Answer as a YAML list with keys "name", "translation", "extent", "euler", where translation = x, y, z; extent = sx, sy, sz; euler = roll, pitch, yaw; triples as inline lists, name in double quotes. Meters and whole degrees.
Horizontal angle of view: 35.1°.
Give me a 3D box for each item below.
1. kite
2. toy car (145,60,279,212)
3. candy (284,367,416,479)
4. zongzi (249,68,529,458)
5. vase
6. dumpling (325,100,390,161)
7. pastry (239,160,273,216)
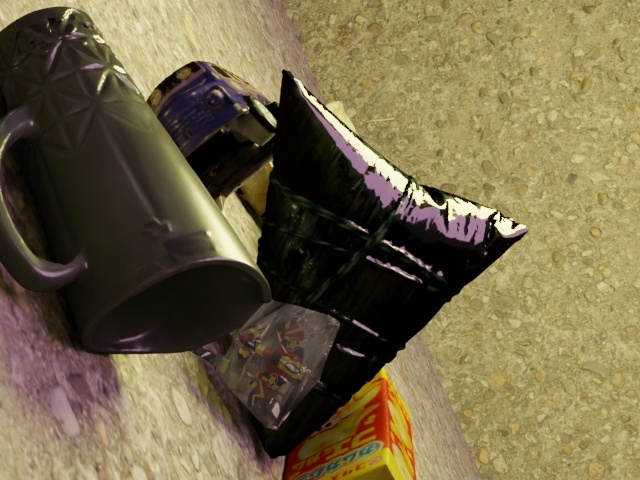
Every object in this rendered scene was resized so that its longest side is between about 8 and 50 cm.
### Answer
- name: "kite"
  translation: [-0.081, 0.101, 1.048]
  extent: [0.015, 0.141, 0.245]
  euler: [19, -13, 49]
- name: "toy car"
  translation: [-0.142, -0.137, 1.271]
  extent: [0.158, 0.172, 0.235]
  euler: [50, 9, 9]
- name: "candy"
  translation: [0.036, 0.266, 1.221]
  extent: [0.088, 0.146, 0.276]
  euler: [61, 11, -13]
- name: "zongzi"
  translation: [0.000, 0.000, 1.212]
  extent: [0.362, 0.383, 0.319]
  euler: [44, 8, -20]
- name: "vase"
  translation: [-0.189, -0.053, 0.857]
  extent: [0.251, 0.156, 0.301]
  euler: [-6, 63, -53]
- name: "dumpling"
  translation: [0.019, -0.061, 1.971]
  extent: [0.315, 0.233, 0.395]
  euler: [-26, 107, -50]
- name: "pastry"
  translation: [-0.088, -0.117, 1.672]
  extent: [0.192, 0.093, 0.182]
  euler: [45, 22, -53]
